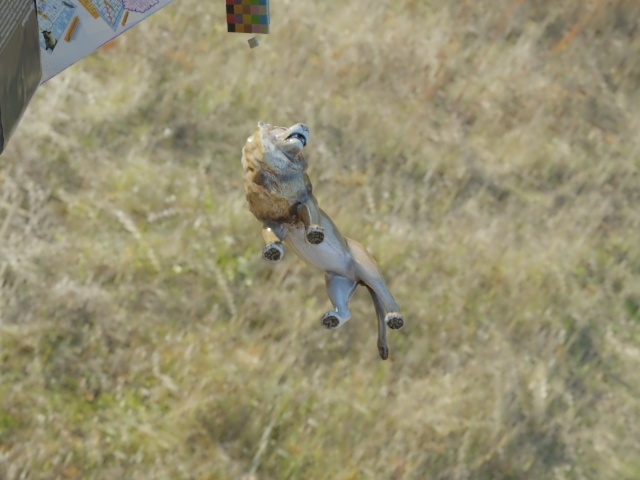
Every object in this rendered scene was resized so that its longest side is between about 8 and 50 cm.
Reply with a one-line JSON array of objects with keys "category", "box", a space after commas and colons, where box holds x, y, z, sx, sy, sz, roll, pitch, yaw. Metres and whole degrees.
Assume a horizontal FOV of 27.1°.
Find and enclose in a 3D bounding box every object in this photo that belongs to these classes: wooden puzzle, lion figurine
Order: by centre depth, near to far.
[{"category": "wooden puzzle", "box": [-0.076, -0.241, 1.383, 0.049, 0.083, 0.006, 6, 20, 25]}, {"category": "lion figurine", "box": [0.000, 0.000, 2.148, 0.392, 0.142, 0.240, 57, 12, -31]}]

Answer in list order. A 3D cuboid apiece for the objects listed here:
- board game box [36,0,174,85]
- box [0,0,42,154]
[{"category": "board game box", "box": [-0.423, -0.410, 2.037, 0.318, 0.318, 0.066, 43, 24, -49]}, {"category": "box", "box": [-0.511, -0.328, 1.583, 0.293, 0.395, 0.212, 4, 36, 3]}]
